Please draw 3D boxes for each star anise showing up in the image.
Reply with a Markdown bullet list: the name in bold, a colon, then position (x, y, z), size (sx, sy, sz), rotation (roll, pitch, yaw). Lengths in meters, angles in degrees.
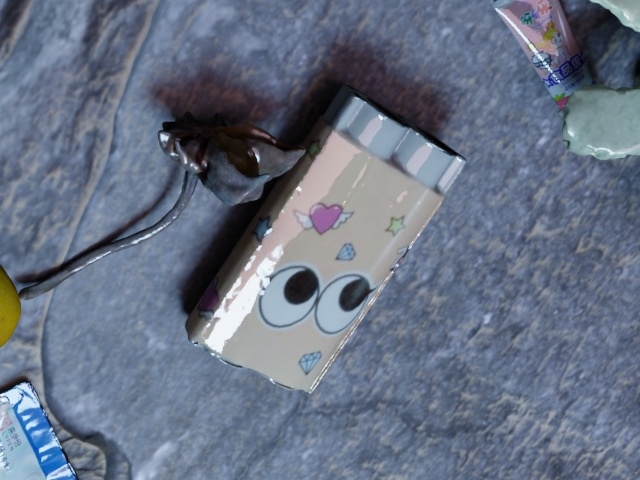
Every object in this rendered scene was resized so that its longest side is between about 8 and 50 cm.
- **star anise**: position (-0.143, -0.012, 1.611), size (0.218, 0.148, 0.227), rotation (11, 119, -27)

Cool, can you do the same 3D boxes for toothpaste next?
- **toothpaste**: position (0.244, -0.186, 1.769), size (0.067, 0.043, 0.194), rotation (-37, 121, -4)

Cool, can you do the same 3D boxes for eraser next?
- **eraser**: position (0.000, 0.000, 1.708), size (0.171, 0.087, 0.290), rotation (26, 101, -40)

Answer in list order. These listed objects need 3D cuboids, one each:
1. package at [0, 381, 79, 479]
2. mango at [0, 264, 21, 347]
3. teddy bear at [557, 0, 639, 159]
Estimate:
- **package**: position (-0.332, 0.240, 1.701), size (0.173, 0.027, 0.171), rotation (-27, 122, -13)
- **mango**: position (-0.348, 0.033, 1.548), size (0.102, 0.085, 0.184), rotation (-45, 117, 6)
- **teddy bear**: position (0.356, -0.190, 1.780), size (0.327, 0.375, 0.362), rotation (-48, 173, -16)
